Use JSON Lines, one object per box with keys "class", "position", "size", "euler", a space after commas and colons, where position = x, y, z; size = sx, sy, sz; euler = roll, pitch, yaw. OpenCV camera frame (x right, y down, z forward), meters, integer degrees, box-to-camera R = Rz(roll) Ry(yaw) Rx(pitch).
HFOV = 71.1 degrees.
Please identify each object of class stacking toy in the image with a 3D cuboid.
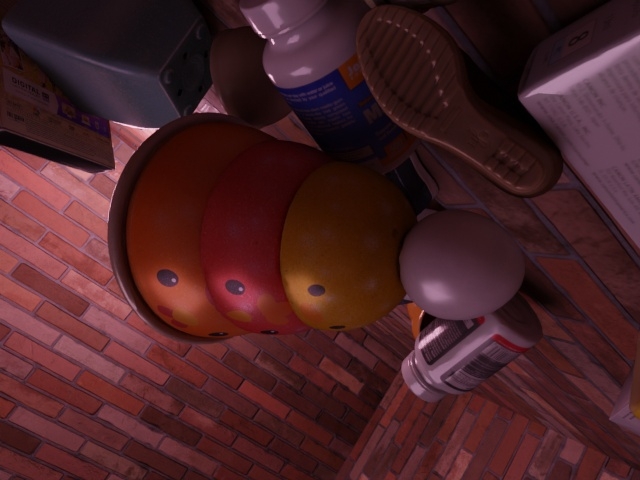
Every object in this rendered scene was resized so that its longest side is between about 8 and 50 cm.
{"class": "stacking toy", "position": [0.000, 0.000, 0.569], "size": [0.480, 0.350, 0.350], "euler": [6, 151, 38]}

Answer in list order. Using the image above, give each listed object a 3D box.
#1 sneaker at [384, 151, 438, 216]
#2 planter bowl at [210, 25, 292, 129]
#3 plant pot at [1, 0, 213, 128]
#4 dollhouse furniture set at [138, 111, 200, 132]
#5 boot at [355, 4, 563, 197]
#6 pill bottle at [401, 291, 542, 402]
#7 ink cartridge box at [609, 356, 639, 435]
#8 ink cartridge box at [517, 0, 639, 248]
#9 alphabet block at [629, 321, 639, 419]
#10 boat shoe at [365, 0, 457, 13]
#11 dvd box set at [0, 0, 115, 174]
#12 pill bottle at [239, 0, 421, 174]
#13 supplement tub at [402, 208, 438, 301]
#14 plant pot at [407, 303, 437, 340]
{"class": "sneaker", "position": [0.105, -0.097, 0.796], "size": [0.226, 0.163, 0.086], "euler": [44, 166, -27]}
{"class": "planter bowl", "position": [-0.081, -0.266, 0.716], "size": [0.109, 0.162, 0.162], "euler": [-4, 148, 26]}
{"class": "plant pot", "position": [-0.337, -0.352, 0.829], "size": [0.252, 0.247, 0.248], "euler": [26, 165, 10]}
{"class": "dollhouse furniture set", "position": [-0.316, -0.231, 1.378], "size": [0.362, 0.256, 0.394], "euler": [32, 145, 8]}
{"class": "boot", "position": [0.159, -0.147, 0.497], "size": [0.248, 0.090, 0.207], "euler": [48, -151, 8]}
{"class": "pill bottle", "position": [0.335, 0.247, 1.052], "size": [0.176, 0.176, 0.318], "euler": [35, 124, -2]}
{"class": "ink cartridge box", "position": [0.605, 0.227, 0.626], "size": [0.270, 0.198, 0.197], "euler": [25, 163, 32]}
{"class": "ink cartridge box", "position": [0.399, -0.102, 0.311], "size": [0.308, 0.091, 0.385], "euler": [40, 149, -20]}
{"class": "alphabet block", "position": [0.361, 0.049, 0.290], "size": [0.193, 0.197, 0.192], "euler": [23, 151, 12]}
{"class": "boat shoe", "position": [0.048, -0.308, 0.334], "size": [0.103, 0.113, 0.302], "euler": [23, 173, 36]}
{"class": "dvd box set", "position": [-0.554, -0.368, 0.898], "size": [0.062, 0.420, 0.307], "euler": [-11, 175, 8]}
{"class": "pill bottle", "position": [0.021, -0.220, 0.586], "size": [0.152, 0.152, 0.272], "euler": [22, 162, 44]}
{"class": "supplement tub", "position": [0.191, 0.044, 1.005], "size": [0.191, 0.191, 0.272], "euler": [35, 167, 2]}
{"class": "plant pot", "position": [0.340, 0.214, 1.276], "size": [0.205, 0.205, 0.188], "euler": [38, -178, -15]}
